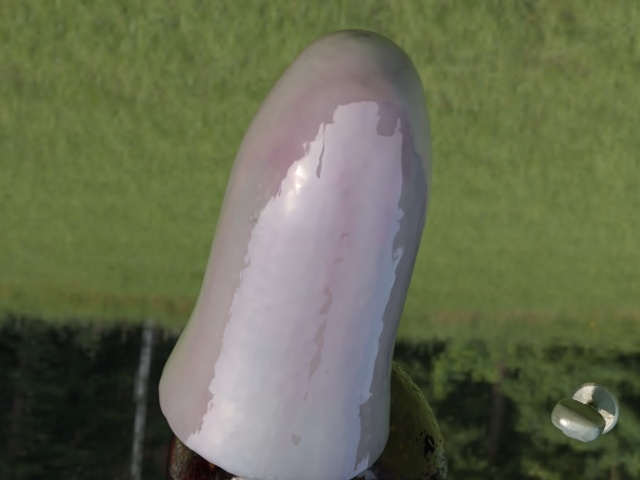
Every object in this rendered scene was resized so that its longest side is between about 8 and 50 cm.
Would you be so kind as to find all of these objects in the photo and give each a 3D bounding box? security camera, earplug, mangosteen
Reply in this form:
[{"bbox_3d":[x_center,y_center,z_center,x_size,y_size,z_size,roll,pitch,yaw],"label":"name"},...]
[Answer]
[{"bbox_3d":[0.253,0.171,1.301,0.058,0.058,0.092,3,-175,30],"label":"security camera"},{"bbox_3d":[0.000,0.000,0.900,0.172,0.301,0.172,11,-147,-7],"label":"earplug"},{"bbox_3d":[-0.018,0.220,1.296,0.288,0.288,0.288,4,177,0],"label":"mangosteen"}]
